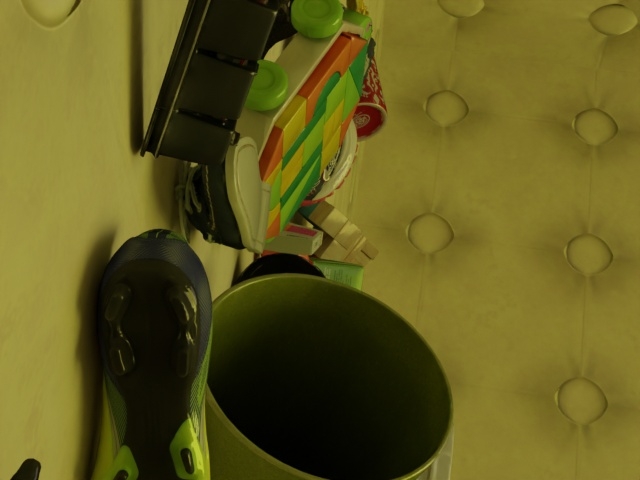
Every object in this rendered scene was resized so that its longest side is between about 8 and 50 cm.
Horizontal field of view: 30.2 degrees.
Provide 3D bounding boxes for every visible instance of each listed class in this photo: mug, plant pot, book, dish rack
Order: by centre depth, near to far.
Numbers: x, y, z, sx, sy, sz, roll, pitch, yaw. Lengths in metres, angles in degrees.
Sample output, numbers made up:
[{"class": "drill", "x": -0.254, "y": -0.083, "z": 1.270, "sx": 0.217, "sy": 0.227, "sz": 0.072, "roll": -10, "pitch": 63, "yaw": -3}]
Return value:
[{"class": "dish rack", "x": -0.065, "y": -0.194, "z": 0.966, "sx": 0.271, "sy": 0.074, "sz": 0.208, "roll": -83, "pitch": -165, "yaw": -60}, {"class": "plant pot", "x": -0.041, "y": 0.233, "z": 1.281, "sx": 0.275, "sy": 0.274, "sz": 0.293, "roll": -77, "pitch": -171, "yaw": -50}, {"class": "book", "x": -0.050, "y": -0.005, "z": 1.513, "sx": 0.144, "sy": 0.096, "sz": 0.035, "roll": -38, "pitch": 136, "yaw": -83}, {"class": "mug", "x": 0.036, "y": -0.229, "z": 1.805, "sx": 0.150, "sy": 0.113, "sz": 0.169, "roll": 109, "pitch": -27, "yaw": -51}]

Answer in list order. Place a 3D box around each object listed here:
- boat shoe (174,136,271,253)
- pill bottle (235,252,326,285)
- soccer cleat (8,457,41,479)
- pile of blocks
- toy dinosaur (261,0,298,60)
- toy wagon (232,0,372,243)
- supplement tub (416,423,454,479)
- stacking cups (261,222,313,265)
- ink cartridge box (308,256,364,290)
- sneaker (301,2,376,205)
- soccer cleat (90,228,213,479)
[{"class": "boat shoe", "x": -0.091, "y": -0.040, "z": 1.079, "sx": 0.254, "sy": 0.079, "sz": 0.095, "roll": 67, "pitch": 28, "yaw": -85}, {"class": "pill bottle", "x": -0.049, "y": 0.116, "z": 1.557, "sx": 0.219, "sy": 0.122, "sz": 0.123, "roll": 92, "pitch": 7, "yaw": -62}, {"class": "soccer cleat", "x": -0.157, "y": 0.245, "z": 0.691, "sx": 0.331, "sy": 0.116, "sz": 0.143, "roll": 86, "pitch": 28, "yaw": -58}, {"class": "pile of blocks", "x": 0.000, "y": 0.000, "z": 2.149, "sx": 0.113, "sy": 0.149, "sz": 0.362, "roll": -51, "pitch": 168, "yaw": -1}, {"class": "toy dinosaur", "x": -0.008, "y": -0.329, "z": 1.376, "sx": 0.160, "sy": 0.121, "sz": 0.313, "roll": -38, "pitch": 133, "yaw": -64}, {"class": "toy wagon", "x": -0.015, "y": -0.156, "z": 1.343, "sx": 0.344, "sy": 0.068, "sz": 0.267, "roll": -56, "pitch": 165, "yaw": -30}, {"class": "supplement tub", "x": 0.043, "y": 0.361, "z": 1.872, "sx": 0.228, "sy": 0.316, "sz": 0.228, "roll": 8, "pitch": 90, "yaw": -85}, {"class": "stacking cups", "x": -0.025, "y": 0.126, "z": 1.713, "sx": 0.096, "sy": 0.096, "sz": 0.316, "roll": -76, "pitch": 158, "yaw": -55}, {"class": "ink cartridge box", "x": -0.040, "y": 0.119, "z": 1.947, "sx": 0.255, "sy": 0.097, "sz": 0.189, "roll": 8, "pitch": -89, "yaw": 62}, {"class": "sneaker", "x": -0.014, "y": -0.193, "z": 1.672, "sx": 0.112, "sy": 0.121, "sz": 0.299, "roll": 27, "pitch": 69, "yaw": -54}, {"class": "soccer cleat", "x": -0.123, "y": 0.129, "z": 0.897, "sx": 0.121, "sy": 0.093, "sz": 0.289, "roll": -88, "pitch": -176, "yaw": -67}]
